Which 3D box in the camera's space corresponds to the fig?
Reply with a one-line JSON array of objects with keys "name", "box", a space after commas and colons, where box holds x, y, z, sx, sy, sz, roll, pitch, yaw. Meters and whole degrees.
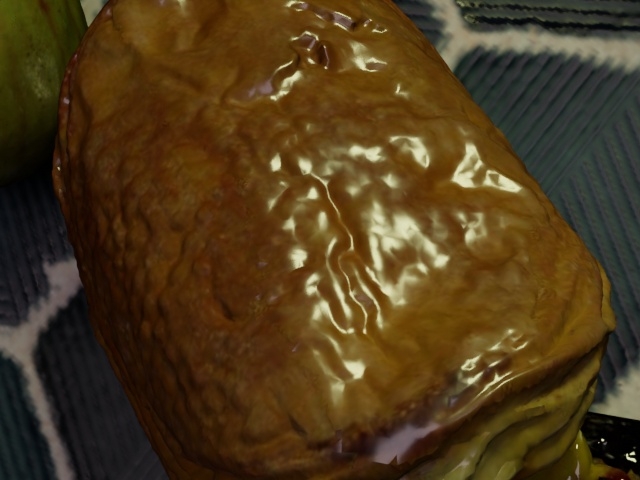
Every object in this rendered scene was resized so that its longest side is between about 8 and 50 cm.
[{"name": "fig", "box": [-0.183, -0.146, 0.480, 0.151, 0.151, 0.259, 10, 123, 12]}]

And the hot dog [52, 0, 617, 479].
[{"name": "hot dog", "box": [0.000, 0.000, 0.445, 0.196, 0.122, 0.272, -28, 57, -10]}]

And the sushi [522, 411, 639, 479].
[{"name": "sushi", "box": [0.085, 0.155, 0.431, 0.153, 0.150, 0.172, 8, 87, 12]}]
